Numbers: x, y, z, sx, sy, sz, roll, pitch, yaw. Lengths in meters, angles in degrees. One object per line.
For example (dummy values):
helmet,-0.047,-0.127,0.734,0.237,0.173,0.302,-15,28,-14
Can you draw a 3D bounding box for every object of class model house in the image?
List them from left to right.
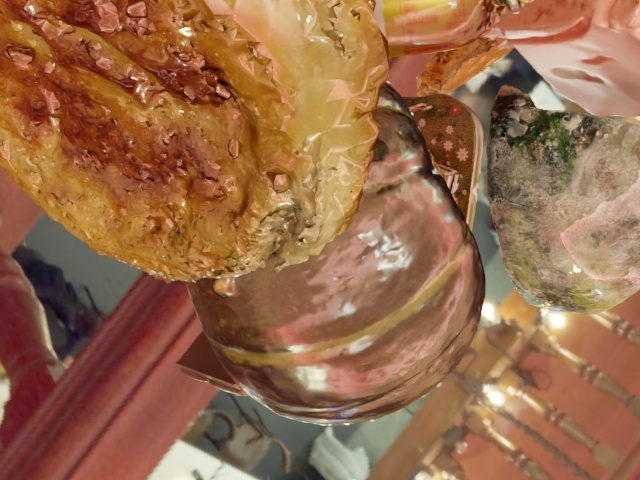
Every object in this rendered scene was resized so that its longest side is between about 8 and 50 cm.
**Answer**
model house,0.023,-0.080,1.147,0.154,0.293,0.207,-12,111,-53

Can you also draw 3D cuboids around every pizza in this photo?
pizza,0.234,-0.286,1.380,0.246,0.058,0.127,-42,168,37

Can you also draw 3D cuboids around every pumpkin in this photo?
pumpkin,0.000,0.000,0.844,0.241,0.323,0.323,-25,122,4

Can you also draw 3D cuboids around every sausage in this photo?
sausage,-0.038,-0.156,0.688,0.371,0.082,0.082,-3,117,11

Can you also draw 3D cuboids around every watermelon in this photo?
watermelon,0.359,-0.073,1.221,0.213,0.289,0.320,-44,116,-60

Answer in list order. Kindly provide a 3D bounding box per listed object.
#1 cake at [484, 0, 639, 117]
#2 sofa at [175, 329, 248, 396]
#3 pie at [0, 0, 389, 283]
cake,0.390,-0.328,1.174,0.314,0.293,0.307,21,82,-31
sofa,-0.084,0.130,1.045,0.085,0.147,0.060,-51,117,-21
pie,-0.123,-0.107,0.574,0.103,0.354,0.288,-55,136,-34
